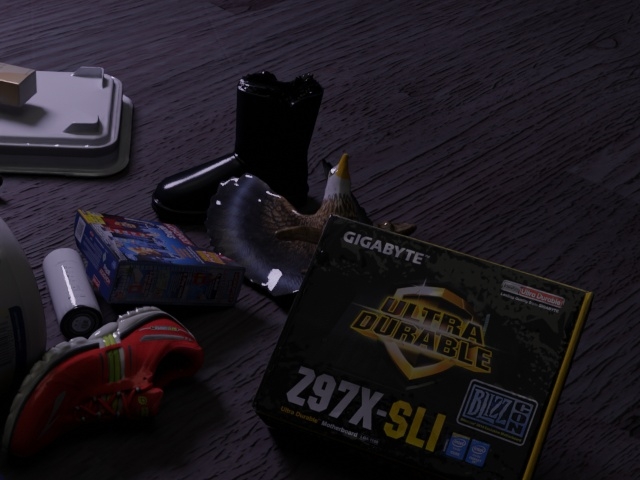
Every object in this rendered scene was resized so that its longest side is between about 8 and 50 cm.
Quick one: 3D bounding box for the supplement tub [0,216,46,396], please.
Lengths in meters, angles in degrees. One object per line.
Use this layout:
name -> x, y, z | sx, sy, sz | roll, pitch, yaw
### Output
supplement tub -> -0.491, 0.101, 1.439 | 0.325, 0.235, 0.235 | -20, 41, -35

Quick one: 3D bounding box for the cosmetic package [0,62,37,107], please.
cosmetic package -> -0.497, -0.243, 2.025 | 0.115, 0.041, 0.060 | 12, 33, 11

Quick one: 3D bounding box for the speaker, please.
speaker -> -0.316, 0.066, 1.689 | 0.055, 0.055, 0.136 | -6, 35, -19

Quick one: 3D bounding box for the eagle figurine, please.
eagle figurine -> 0.005, -0.010, 1.783 | 0.225, 0.226, 0.298 | -52, 22, -12

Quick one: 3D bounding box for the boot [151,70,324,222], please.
boot -> -0.120, -0.140, 1.906 | 0.247, 0.207, 0.094 | -7, 35, -19

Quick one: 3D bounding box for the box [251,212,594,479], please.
box -> 0.117, 0.135, 1.514 | 0.322, 0.079, 0.257 | 18, 74, 16

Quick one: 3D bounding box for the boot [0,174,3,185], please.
boot -> -0.520, -0.067, 1.877 | 0.106, 0.037, 0.114 | 2, 27, 17

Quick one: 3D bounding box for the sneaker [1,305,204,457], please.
sneaker -> -0.239, 0.166, 1.509 | 0.118, 0.107, 0.279 | 34, 43, 22

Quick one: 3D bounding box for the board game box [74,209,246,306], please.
board game box -> -0.208, 0.030, 1.733 | 0.194, 0.060, 0.194 | 10, 16, -29

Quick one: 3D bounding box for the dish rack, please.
dish rack -> -0.463, -0.201, 2.070 | 0.333, 0.072, 0.285 | 1, 34, -6

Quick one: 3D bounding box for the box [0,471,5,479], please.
box -> -0.411, 0.313, 1.249 | 0.261, 0.103, 0.184 | -14, 35, -28
